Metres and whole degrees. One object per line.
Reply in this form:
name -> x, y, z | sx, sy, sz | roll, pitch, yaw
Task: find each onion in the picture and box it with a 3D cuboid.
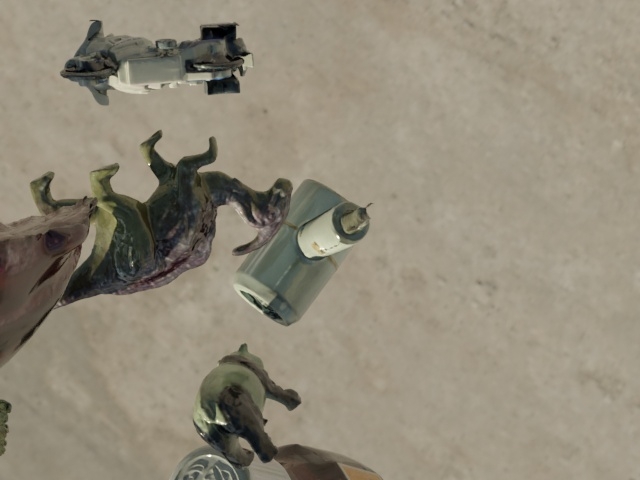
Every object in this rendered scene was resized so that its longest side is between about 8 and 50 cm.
onion -> -0.305, 0.065, 1.057 | 0.280, 0.314, 0.146 | -9, 97, 47

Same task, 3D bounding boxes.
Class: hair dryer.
hair dryer -> 0.000, 0.000, 1.672 | 0.107, 0.173, 0.357 | 36, 166, -6

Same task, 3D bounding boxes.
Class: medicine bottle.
medicine bottle -> -0.066, 0.418, 2.111 | 0.242, 0.242, 0.395 | -6, 158, 37

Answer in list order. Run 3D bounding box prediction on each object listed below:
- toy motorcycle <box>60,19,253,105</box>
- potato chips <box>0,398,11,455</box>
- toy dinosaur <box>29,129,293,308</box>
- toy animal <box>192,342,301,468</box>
toy motorcycle -> -0.193, -0.209, 1.616 | 0.221, 0.150, 0.102 | -5, 105, -11
potato chips -> -0.371, 0.199, 1.402 | 0.092, 0.207, 0.028 | 41, 108, 26
toy dinosaur -> -0.177, -0.024, 1.466 | 0.294, 0.077, 0.162 | -18, 113, 14
toy animal -> -0.101, 0.206, 1.776 | 0.094, 0.225, 0.121 | -37, 99, 21
